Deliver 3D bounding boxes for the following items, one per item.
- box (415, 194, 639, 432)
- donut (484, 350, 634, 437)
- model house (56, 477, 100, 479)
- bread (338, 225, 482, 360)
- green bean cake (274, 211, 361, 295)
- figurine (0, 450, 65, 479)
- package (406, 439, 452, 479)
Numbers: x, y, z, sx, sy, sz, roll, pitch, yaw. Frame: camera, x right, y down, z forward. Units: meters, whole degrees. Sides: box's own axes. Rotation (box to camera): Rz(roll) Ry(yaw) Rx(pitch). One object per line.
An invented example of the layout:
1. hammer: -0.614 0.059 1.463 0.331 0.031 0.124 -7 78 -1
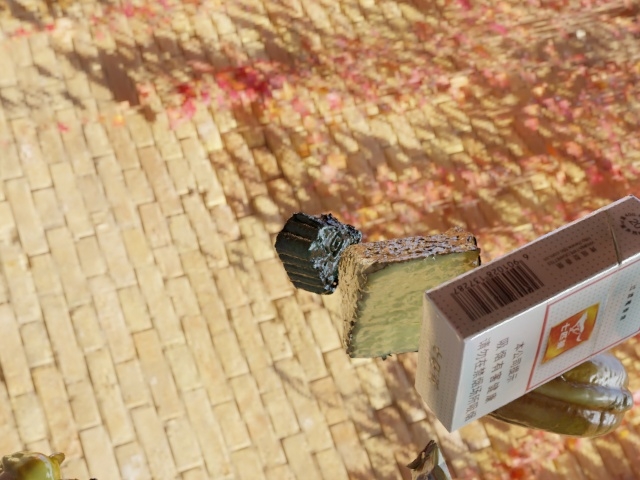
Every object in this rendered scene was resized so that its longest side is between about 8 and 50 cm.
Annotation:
1. box: 0.286 0.094 1.289 0.095 0.330 0.210 51 -24 35
2. donut: 0.447 0.289 2.129 0.449 0.449 0.198 -165 -92 -68
3. model house: -0.320 0.480 1.446 0.294 0.207 0.154 41 -5 -11
4. bread: 0.164 0.116 1.767 0.315 0.248 0.279 -100 -173 -77
5. green bean cake: 0.000 0.000 2.210 0.107 0.193 0.208 19 -27 30
6. figurine: -0.597 0.479 1.935 0.156 0.246 0.131 37 -68 20
7. package: 0.187 0.410 1.667 0.108 0.031 0.121 -59 -140 45
